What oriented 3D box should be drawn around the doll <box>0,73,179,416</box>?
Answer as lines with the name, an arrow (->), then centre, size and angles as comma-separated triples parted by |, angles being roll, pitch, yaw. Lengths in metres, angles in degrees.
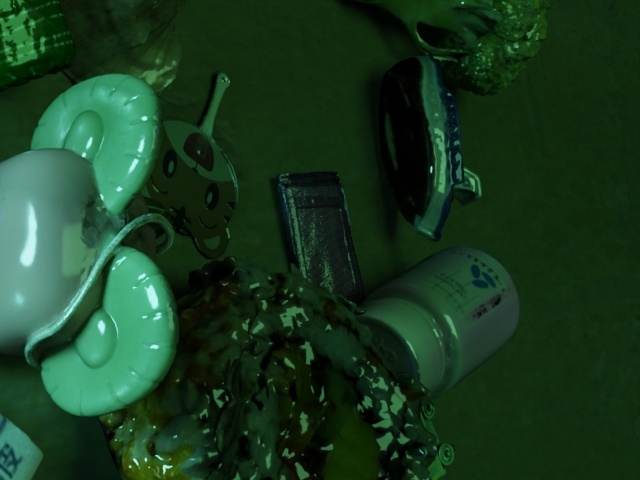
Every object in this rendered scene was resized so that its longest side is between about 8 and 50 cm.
doll -> -0.206, 0.013, 1.162 | 0.216, 0.268, 0.284 | 10, 70, -48

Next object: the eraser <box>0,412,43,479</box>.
eraser -> -0.322, 0.225, 1.103 | 0.124, 0.068, 0.210 | 50, 44, -29

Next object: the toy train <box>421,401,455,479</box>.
toy train -> 0.117, 0.245, 1.674 | 0.081, 0.050, 0.122 | -36, 107, -44

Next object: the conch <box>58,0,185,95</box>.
conch -> -0.205, -0.309, 1.373 | 0.263, 0.186, 0.324 | -18, 90, -35

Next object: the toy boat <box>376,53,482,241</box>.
toy boat -> 0.147, -0.123, 1.784 | 0.115, 0.114, 0.262 | 1, 72, -39

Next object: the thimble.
thimble -> -0.292, -0.184, 1.254 | 0.130, 0.118, 0.090 | -23, 100, -26

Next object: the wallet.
wallet -> 0.001, 0.000, 1.627 | 0.111, 0.030, 0.165 | -6, 82, -53

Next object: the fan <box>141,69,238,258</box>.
fan -> -0.134, -0.100, 1.510 | 0.152, 0.008, 0.226 | 39, 50, -36

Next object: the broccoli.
broccoli -> 0.208, -0.350, 1.846 | 0.302, 0.186, 0.254 | 33, 90, -50

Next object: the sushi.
sushi -> -0.038, 0.209, 1.380 | 0.417, 0.176, 0.417 | 22, 60, -46

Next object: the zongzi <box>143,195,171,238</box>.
zongzi -> -0.208, -0.045, 1.370 | 0.113, 0.052, 0.104 | 60, 29, 3

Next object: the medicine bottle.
medicine bottle -> 0.125, 0.108, 1.647 | 0.254, 0.152, 0.152 | -25, 97, -53
